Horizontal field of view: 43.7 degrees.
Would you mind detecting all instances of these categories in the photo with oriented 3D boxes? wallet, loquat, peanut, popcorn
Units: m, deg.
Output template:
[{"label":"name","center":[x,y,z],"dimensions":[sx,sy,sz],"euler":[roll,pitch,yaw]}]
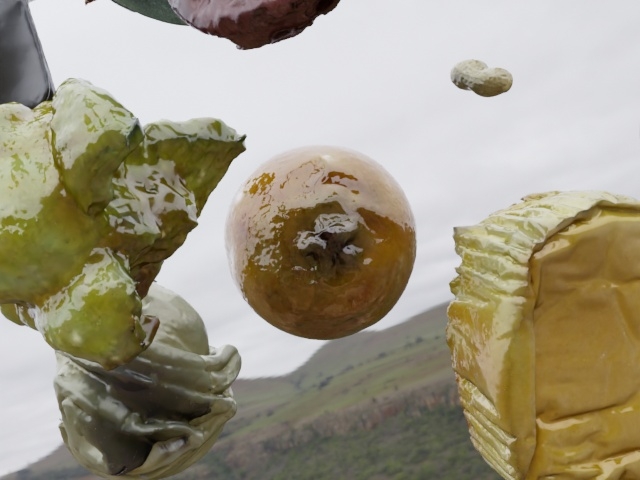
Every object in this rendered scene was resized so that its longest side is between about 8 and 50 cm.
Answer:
[{"label":"wallet","center":[-0.580,-0.224,1.167],"dimensions":[0.377,0.197,0.051],"euler":[-18,-4,2]},{"label":"loquat","center":[0.000,0.000,1.298],"dimensions":[0.328,0.329,0.328],"euler":[-18,-12,-4]},{"label":"peanut","center":[0.172,-0.173,0.857],"dimensions":[0.037,0.037,0.083],"euler":[-9,28,-39]},{"label":"popcorn","center":[-0.263,-0.050,0.856],"dimensions":[0.290,0.321,0.326],"euler":[23,-27,-3]}]

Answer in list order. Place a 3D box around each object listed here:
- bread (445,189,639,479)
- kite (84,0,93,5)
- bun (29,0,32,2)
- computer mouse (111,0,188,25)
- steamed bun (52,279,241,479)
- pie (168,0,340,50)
[{"label":"bread","center":[0.197,0.085,0.638],"dimensions":[0.178,0.250,0.133],"euler":[-10,9,-9]},{"label":"kite","center":[-0.169,-0.288,0.714],"dimensions":[0.159,0.190,0.010],"euler":[13,-16,-19]},{"label":"bun","center":[-0.636,-0.634,1.535],"dimensions":[0.364,0.364,0.202],"euler":[-13,27,-26]},{"label":"computer mouse","center":[-0.163,-0.282,0.842],"dimensions":[0.113,0.229,0.068],"euler":[-60,-14,-26]},{"label":"steamed bun","center":[-0.257,0.214,1.143],"dimensions":[0.275,0.320,0.206],"euler":[-35,18,7]},{"label":"pie","center":[-0.031,-0.236,0.578],"dimensions":[0.204,0.219,0.054],"euler":[-47,-41,10]}]
